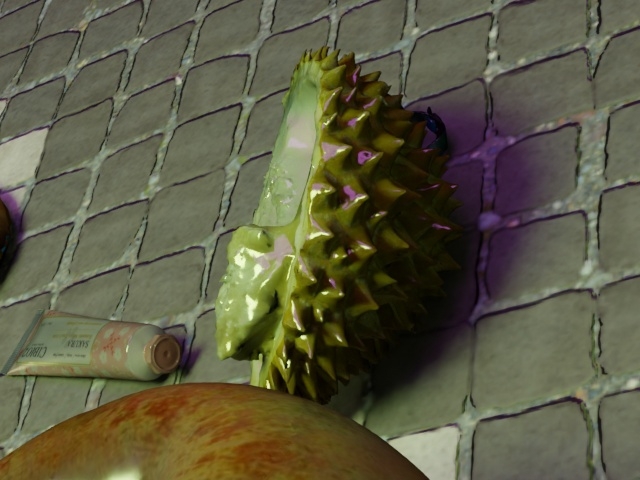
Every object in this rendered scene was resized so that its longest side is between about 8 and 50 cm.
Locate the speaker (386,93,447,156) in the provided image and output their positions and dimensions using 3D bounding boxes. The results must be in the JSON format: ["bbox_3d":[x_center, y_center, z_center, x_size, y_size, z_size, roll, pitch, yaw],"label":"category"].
[{"bbox_3d":[0.051,-0.073,1.140,0.095,0.060,0.075,13,53,5],"label":"speaker"}]

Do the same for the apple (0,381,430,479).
[{"bbox_3d":[-0.061,0.243,0.700,0.349,0.277,0.348,-24,24,12],"label":"apple"}]

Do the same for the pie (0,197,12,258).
[{"bbox_3d":[-0.406,0.042,1.384,0.273,0.069,0.273,-26,35,20],"label":"pie"}]

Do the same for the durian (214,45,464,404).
[{"bbox_3d":[0.000,0.000,0.997,0.167,0.172,0.306,-2,71,29],"label":"durian"}]

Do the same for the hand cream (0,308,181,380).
[{"bbox_3d":[-0.186,0.084,1.179,0.210,0.043,0.067,-1,55,47],"label":"hand cream"}]
